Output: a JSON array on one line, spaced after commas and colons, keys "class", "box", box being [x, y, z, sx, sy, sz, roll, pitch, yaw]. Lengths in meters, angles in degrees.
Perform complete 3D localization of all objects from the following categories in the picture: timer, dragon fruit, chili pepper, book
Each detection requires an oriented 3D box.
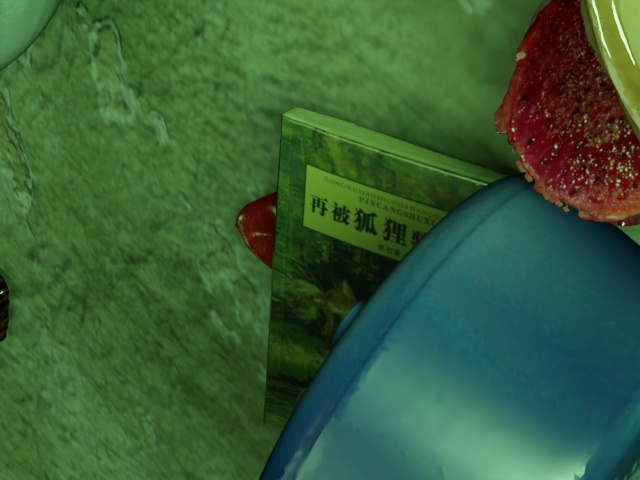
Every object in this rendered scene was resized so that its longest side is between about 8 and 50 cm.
[{"class": "timer", "box": [0.181, 0.172, 0.859, 0.383, 0.270, 0.270, 33, 136, 18]}, {"class": "dragon fruit", "box": [0.174, -0.065, 0.840, 0.153, 0.111, 0.153, -17, 62, 34]}, {"class": "chili pepper", "box": [-0.001, -0.001, 1.139, 0.191, 0.050, 0.059, 10, 118, 51]}, {"class": "book", "box": [0.043, 0.043, 1.077, 0.160, 0.024, 0.228, 19, 127, 20]}]

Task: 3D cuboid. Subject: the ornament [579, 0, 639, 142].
[{"class": "ornament", "box": [0.220, -0.116, 0.619, 0.235, 0.218, 0.221, -7, 102, 57]}]

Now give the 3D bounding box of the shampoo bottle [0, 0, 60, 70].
[{"class": "shampoo bottle", "box": [-0.285, -0.249, 1.189, 0.273, 0.273, 0.266, 45, 132, 29]}]

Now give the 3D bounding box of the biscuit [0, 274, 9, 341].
[{"class": "biscuit", "box": [-0.426, -0.031, 1.655, 0.388, 0.107, 0.073, 45, 143, 29]}]
